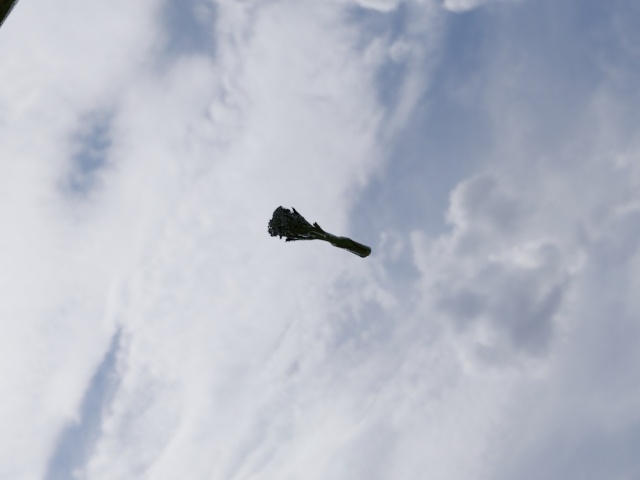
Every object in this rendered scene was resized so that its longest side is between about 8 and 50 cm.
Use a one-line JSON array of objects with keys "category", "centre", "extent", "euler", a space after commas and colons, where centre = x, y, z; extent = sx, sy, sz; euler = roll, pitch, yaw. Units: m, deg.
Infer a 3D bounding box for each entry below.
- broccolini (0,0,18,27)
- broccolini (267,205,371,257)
[{"category": "broccolini", "centre": [-0.255, -0.104, 0.763], "extent": [0.071, 0.057, 0.254], "euler": [26, -75, -36]}, {"category": "broccolini", "centre": [0.000, 0.000, 1.093], "extent": [0.140, 0.030, 0.035], "euler": [23, -75, -47]}]
